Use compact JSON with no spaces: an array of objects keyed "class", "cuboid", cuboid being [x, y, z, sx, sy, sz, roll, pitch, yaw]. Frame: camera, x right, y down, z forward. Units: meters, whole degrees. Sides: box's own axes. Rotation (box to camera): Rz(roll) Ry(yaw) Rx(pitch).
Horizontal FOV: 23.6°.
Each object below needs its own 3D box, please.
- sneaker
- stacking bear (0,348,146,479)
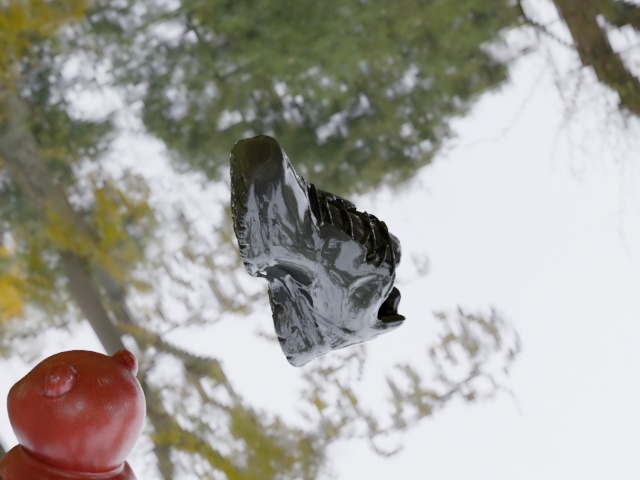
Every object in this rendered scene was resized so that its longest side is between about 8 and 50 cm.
[{"class":"sneaker","cuboid":[0.000,0.000,1.316,0.130,0.286,0.109,-12,-124,7]},{"class":"stacking bear","cuboid":[-0.222,0.231,1.303,0.164,0.289,0.175,22,-163,37]}]
